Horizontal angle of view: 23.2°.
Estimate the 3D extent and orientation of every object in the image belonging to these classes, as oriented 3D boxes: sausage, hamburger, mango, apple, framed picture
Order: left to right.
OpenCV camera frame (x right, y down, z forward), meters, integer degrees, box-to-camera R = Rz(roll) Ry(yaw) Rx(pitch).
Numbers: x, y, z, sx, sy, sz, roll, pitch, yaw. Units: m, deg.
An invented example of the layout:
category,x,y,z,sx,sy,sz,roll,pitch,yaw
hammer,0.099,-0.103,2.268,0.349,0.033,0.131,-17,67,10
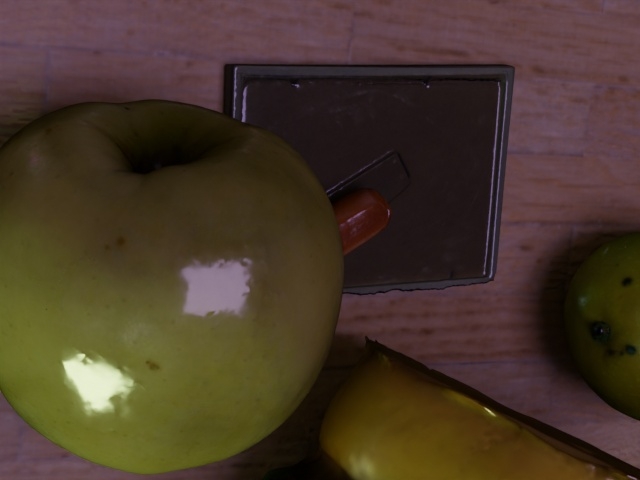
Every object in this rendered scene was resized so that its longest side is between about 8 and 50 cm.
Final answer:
category,x,y,z,sx,sy,sz,roll,pitch,yaw
apple,-0.115,0.026,1.077,0.262,0.262,0.262,-7,105,-28
sausage,0.000,0.000,1.229,0.131,0.039,0.041,-31,109,-21
framed picture,0.040,-0.049,1.272,0.265,0.018,0.192,-3,103,-29
hamburger,0.128,0.270,1.206,0.396,0.396,0.277,28,87,-31
mango,0.332,0.085,1.402,0.293,0.143,0.175,15,88,-41
